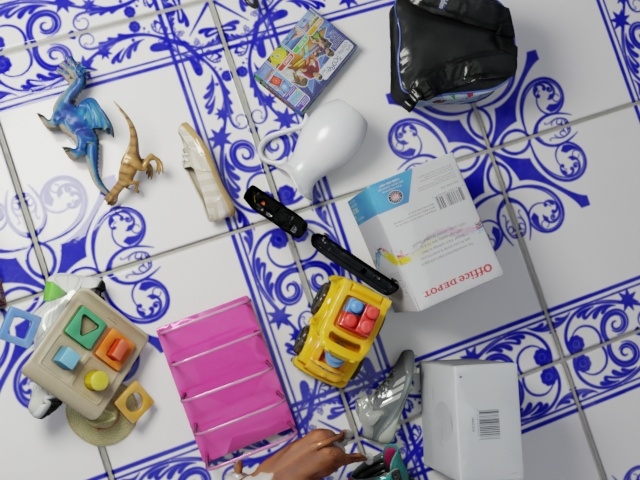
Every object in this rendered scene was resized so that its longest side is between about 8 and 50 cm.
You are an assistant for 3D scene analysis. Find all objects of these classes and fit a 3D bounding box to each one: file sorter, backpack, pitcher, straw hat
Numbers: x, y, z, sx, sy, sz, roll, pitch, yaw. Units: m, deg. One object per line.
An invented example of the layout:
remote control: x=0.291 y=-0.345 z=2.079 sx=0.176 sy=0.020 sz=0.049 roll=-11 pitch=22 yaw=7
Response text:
file sorter: x=-0.182 y=0.276 z=1.588 sx=0.202 sy=0.182 sz=0.291 roll=-20 pitch=88 yaw=-11
backpack: x=0.279 y=-0.403 z=1.727 sx=0.263 sy=0.213 sz=0.277 roll=-1 pitch=91 yaw=-2
pitcher: x=-0.017 y=-0.211 z=1.708 sx=0.177 sy=0.125 sz=0.207 roll=40 pitch=90 yaw=12
straw hat: x=-0.436 y=0.344 z=1.598 sx=0.144 sy=0.061 sz=0.145 roll=1 pitch=83 yaw=-10

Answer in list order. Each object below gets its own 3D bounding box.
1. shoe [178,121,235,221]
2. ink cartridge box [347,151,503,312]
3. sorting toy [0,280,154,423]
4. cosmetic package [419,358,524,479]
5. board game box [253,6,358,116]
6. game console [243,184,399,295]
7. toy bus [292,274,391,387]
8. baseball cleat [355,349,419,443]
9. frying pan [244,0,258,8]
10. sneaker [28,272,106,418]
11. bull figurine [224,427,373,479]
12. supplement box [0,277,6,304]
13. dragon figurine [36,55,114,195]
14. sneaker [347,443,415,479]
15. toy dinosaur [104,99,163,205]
shoe: x=-0.249 y=-0.141 z=1.673 sx=0.058 sy=0.076 sz=0.219 roll=-26 pitch=91 yaw=-16
ink cartridge box: x=0.213 y=-0.008 z=1.679 sx=0.198 sy=0.197 sz=0.270 roll=-22 pitch=88 yaw=-12
sorting toy: x=-0.435 y=0.217 z=1.529 sx=0.347 sy=0.047 sz=0.196 roll=45 pitch=62 yaw=-28
cosmetic package: x=0.302 y=0.359 z=1.643 sx=0.138 sy=0.224 sz=0.224 roll=-1 pitch=85 yaw=-13
board game box: x=-0.032 y=-0.389 z=1.757 sx=0.136 sy=0.035 sz=0.201 roll=39 pitch=79 yaw=-4
game console: x=0.000 y=0.000 z=1.635 sx=0.361 sy=0.213 sz=0.044 roll=34 pitch=92 yaw=-7
toy bus: x=0.052 y=0.186 z=1.626 sx=0.149 sy=0.211 sz=0.220 roll=27 pitch=82 yaw=-8
baseball cleat: x=0.136 y=0.322 z=1.696 sx=0.109 sy=0.072 sz=0.206 roll=16 pitch=81 yaw=-8
frying pan: x=-0.224 y=-0.662 z=1.744 sx=0.326 sy=0.053 sz=0.197 roll=34 pitch=80 yaw=-7
sneaker: x=-0.520 y=0.202 z=1.584 sx=0.118 sy=0.110 sz=0.292 roll=15 pitch=74 yaw=0
bull figurine: x=-0.049 y=0.451 z=1.585 sx=0.188 sy=0.310 sz=0.101 roll=10 pitch=55 yaw=-47
supplement box: x=-0.655 y=0.091 z=1.589 sx=0.043 sy=0.055 sz=0.083 roll=-14 pitch=86 yaw=-10
dragon figurine: x=-0.472 y=-0.236 z=1.639 sx=0.144 sy=0.085 sz=0.289 roll=-37 pitch=90 yaw=-11
sneaker: x=0.181 y=0.510 z=1.663 sx=0.295 sy=0.124 sz=0.179 roll=-4 pitch=95 yaw=-9
toy dinosaur: x=-0.378 y=-0.163 z=1.626 sx=0.112 sy=0.064 sz=0.212 roll=7 pitch=103 yaw=-42
